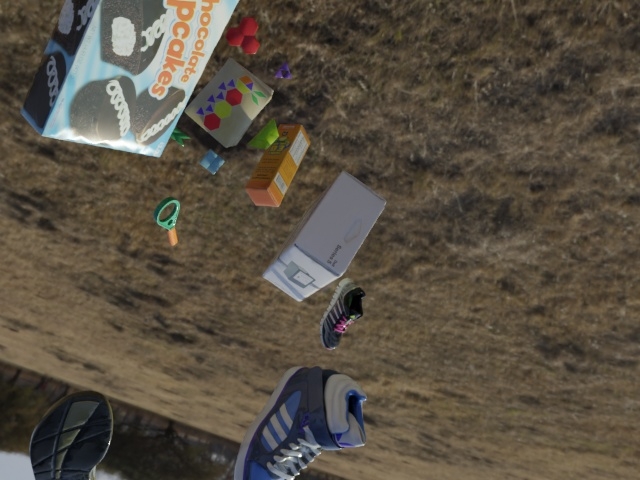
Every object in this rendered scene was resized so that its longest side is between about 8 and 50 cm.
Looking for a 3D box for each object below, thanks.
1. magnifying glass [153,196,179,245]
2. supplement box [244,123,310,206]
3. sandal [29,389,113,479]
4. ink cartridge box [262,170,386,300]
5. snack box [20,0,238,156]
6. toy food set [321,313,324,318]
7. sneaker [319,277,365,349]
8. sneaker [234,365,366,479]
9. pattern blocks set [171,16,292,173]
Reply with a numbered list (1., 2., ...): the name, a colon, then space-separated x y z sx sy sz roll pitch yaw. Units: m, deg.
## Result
1. magnifying glass: -0.477 -0.055 1.762 0.026 0.092 0.231 38 151 14
2. supplement box: -0.109 -0.201 1.467 0.078 0.233 0.080 5 144 29
3. sandal: -0.433 0.365 0.958 0.120 0.086 0.303 9 120 -23
4. ink cartridge box: 0.000 0.000 1.183 0.114 0.198 0.273 36 156 -6
5. snack box: -0.213 -0.264 0.688 0.060 0.322 0.187 39 -162 24
6. toy food set: 0.021 0.258 1.574 0.122 0.019 0.078 -147 35 -81
7. sneaker: 0.055 0.174 1.283 0.063 0.171 0.074 25 174 -39
8. sneaker: -0.026 0.422 1.167 0.236 0.323 0.130 3 147 43
9. pattern blocks set: -0.214 -0.330 1.330 0.285 0.325 0.026 50 -179 -30
